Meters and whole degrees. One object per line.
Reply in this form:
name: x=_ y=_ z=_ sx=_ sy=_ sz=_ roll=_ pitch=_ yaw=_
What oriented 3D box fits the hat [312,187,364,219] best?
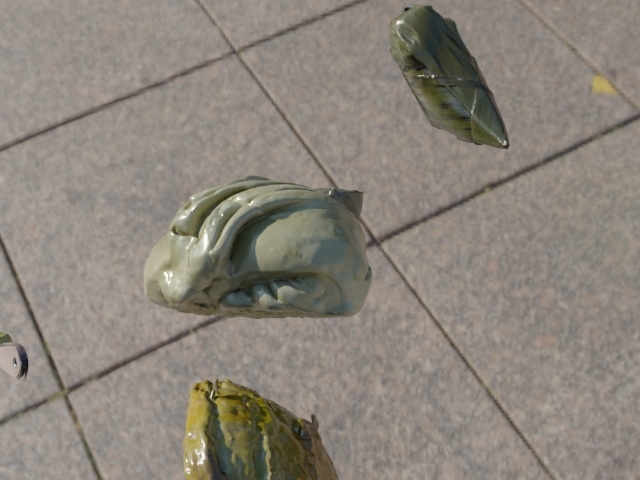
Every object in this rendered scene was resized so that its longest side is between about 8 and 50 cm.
hat: x=0.000 y=0.000 z=1.650 sx=0.166 sy=0.144 sz=0.173 roll=-6 pitch=91 yaw=-17

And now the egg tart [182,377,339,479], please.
egg tart: x=-0.059 y=0.319 z=1.197 sx=0.153 sy=0.339 sz=0.351 roll=-18 pitch=10 yaw=5

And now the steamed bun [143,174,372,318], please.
steamed bun: x=-0.083 y=0.005 z=1.353 sx=0.276 sy=0.289 sz=0.203 roll=8 pitch=81 yaw=-35

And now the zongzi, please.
zongzi: x=0.226 y=-0.287 z=1.694 sx=0.125 sy=0.250 sz=0.274 roll=-33 pitch=23 yaw=1

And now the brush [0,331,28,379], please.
brush: x=-0.503 y=0.171 z=1.540 sx=0.067 sy=0.072 sz=0.313 roll=-7 pitch=4 yaw=-35
